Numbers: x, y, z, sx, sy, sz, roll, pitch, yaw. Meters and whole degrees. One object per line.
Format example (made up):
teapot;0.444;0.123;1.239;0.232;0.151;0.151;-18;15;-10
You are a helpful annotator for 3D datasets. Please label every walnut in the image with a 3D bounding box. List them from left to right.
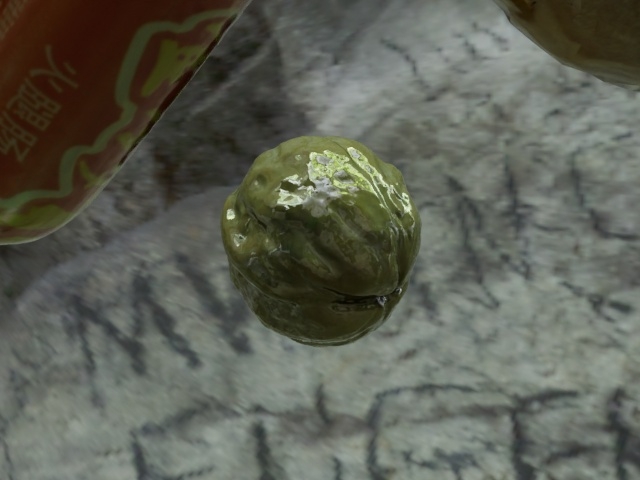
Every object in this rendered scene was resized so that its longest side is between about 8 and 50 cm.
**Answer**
walnut;0.000;0.000;0.722;0.092;0.092;0.092;-1;-87;-15

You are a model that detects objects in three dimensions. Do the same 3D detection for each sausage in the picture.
sausage;-0.057;-0.083;0.534;0.083;0.083;0.264;33;-56;-14

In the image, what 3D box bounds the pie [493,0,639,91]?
pie;0.174;-0.132;0.624;0.273;0.273;0.069;7;-121;-15
